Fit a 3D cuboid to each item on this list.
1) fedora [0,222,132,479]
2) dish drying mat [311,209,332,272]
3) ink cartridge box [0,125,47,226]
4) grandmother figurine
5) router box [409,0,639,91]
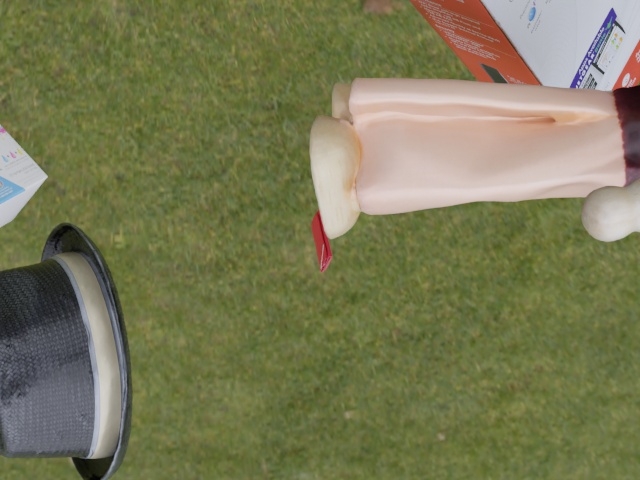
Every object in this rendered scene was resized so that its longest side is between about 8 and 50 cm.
[{"bbox_3d":[-0.352,0.145,1.216,0.152,0.334,0.334,-6,129,-33],"label":"fedora"},{"bbox_3d":[0.000,0.000,1.238,0.008,0.083,0.032,6,133,-20],"label":"dish drying mat"},{"bbox_3d":[-0.395,-0.082,1.080,0.143,0.092,0.090,48,123,-3],"label":"ink cartridge box"},{"bbox_3d":[0.171,-0.057,0.559,0.342,0.208,0.104,-4,124,13],"label":"grandmother figurine"},{"bbox_3d":[0.209,-0.263,0.709,0.335,0.082,0.301,-61,148,1],"label":"router box"}]
